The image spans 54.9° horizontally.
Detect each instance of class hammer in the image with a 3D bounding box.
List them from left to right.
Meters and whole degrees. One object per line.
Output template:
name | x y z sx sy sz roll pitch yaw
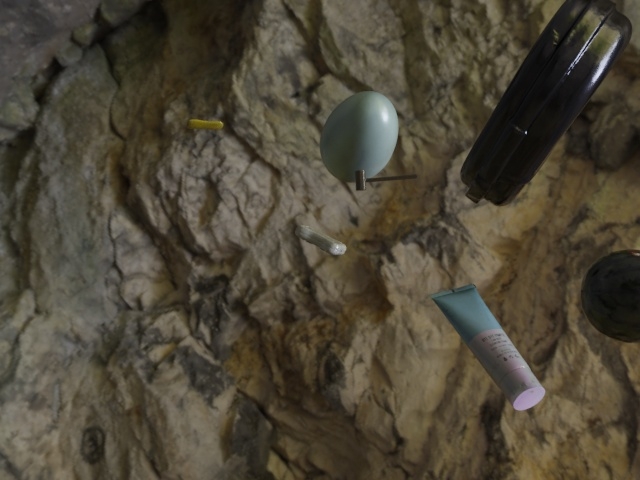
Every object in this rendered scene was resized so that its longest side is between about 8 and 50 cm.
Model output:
hammer | 0.117 -0.111 1.098 0.110 0.035 0.019 -4 178 10

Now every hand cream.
hand cream | 0.338 0.206 1.263 0.111 0.070 0.312 -12 -141 -12

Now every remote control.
remote control | 0.000 0.000 1.456 0.074 0.122 0.032 7 109 -65

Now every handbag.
handbag | 0.293 -0.174 0.824 0.254 0.093 0.308 -48 167 -37

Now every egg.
egg | 0.119 -0.317 1.889 0.230 0.230 0.371 -43 171 -25

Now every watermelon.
watermelon | 0.683 0.121 1.344 0.212 0.212 0.212 -32 -164 10

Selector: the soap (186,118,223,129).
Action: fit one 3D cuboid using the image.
soap | -0.278 -0.278 1.482 0.089 0.012 0.034 -1 153 -23
